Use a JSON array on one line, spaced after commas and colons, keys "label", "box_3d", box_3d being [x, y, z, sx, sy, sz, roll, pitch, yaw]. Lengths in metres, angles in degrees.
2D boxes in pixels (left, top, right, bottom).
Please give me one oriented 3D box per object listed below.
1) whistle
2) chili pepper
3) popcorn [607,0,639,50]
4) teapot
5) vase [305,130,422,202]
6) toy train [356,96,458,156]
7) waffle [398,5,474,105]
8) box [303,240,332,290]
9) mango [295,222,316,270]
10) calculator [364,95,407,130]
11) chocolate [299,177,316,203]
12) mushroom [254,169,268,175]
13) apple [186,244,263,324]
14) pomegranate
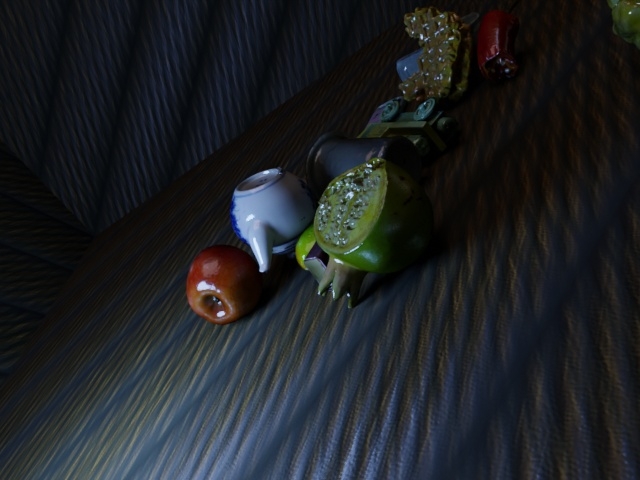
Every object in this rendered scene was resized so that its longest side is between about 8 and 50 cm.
[{"label": "whistle", "box_3d": [0.469, -0.679, 2.188, 0.405, 0.168, 0.188, -25, 25, 27]}, {"label": "chili pepper", "box_3d": [0.588, -0.692, 1.960, 0.131, 0.134, 0.338, -25, 46, 51]}, {"label": "popcorn", "box_3d": [0.817, -0.576, 1.361, 0.335, 0.274, 0.279, -24, 57, -32]}, {"label": "teapot", "box_3d": [-0.127, -0.061, 1.746, 0.252, 0.280, 0.424, -14, 26, 22]}, {"label": "vase", "box_3d": [0.131, -0.204, 1.736, 0.291, 0.245, 0.245, 8, 49, 51]}, {"label": "toy train", "box_3d": [0.266, -0.326, 1.863, 0.237, 0.150, 0.369, -51, 25, -9]}, {"label": "waffle", "box_3d": [0.391, -0.628, 2.027, 0.261, 0.324, 0.151, 14, 22, 43]}, {"label": "box", "box_3d": [0.048, 0.016, 1.558, 0.069, 0.120, 0.224, -12, 32, 41]}, {"label": "mango", "box_3d": [0.000, 0.000, 1.665, 0.125, 0.111, 0.233, -16, 32, 30]}, {"label": "calculator", "box_3d": [0.254, -0.479, 2.279, 0.141, 0.045, 0.246, -18, 29, 37]}, {"label": "chocolate", "box_3d": [-0.089, -0.142, 2.015, 0.147, 0.221, 0.221, -9, 26, 1]}, {"label": "mushroom", "box_3d": [-0.272, -0.265, 2.617, 0.123, 0.052, 0.123, -38, 18, 15]}, {"label": "apple", "box_3d": [-0.275, 0.125, 1.690, 0.218, 0.218, 0.201, -24, 24, 28]}, {"label": "pomegranate", "box_3d": [0.127, -0.008, 1.404, 0.310, 0.216, 0.358, 18, 89, 58]}]
